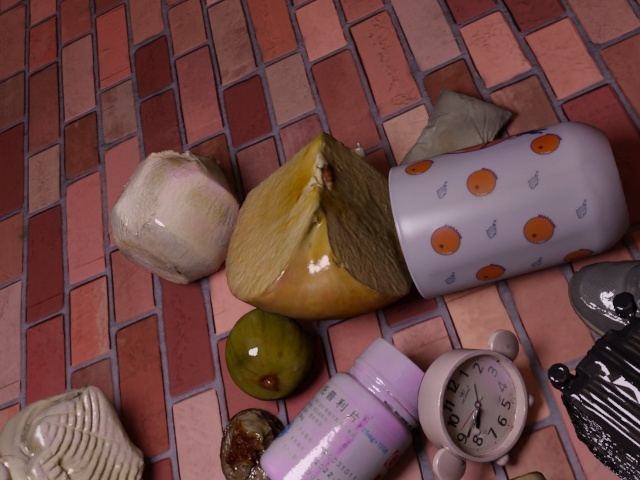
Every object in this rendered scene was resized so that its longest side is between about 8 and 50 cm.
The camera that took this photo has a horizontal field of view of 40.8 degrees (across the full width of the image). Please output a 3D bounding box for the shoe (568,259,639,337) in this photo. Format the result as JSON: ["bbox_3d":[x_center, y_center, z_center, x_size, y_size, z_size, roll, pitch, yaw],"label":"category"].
[{"bbox_3d":[0.488,0.073,1.139,0.336,0.171,0.132,9,64,30],"label":"shoe"}]

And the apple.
[{"bbox_3d":[0.000,0.000,1.360,0.314,0.252,0.309,0,48,3],"label":"apple"}]

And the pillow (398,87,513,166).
[{"bbox_3d":[0.221,-0.156,1.500,0.148,0.050,0.230,20,72,38],"label":"pillow"}]

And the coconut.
[{"bbox_3d":[-0.256,-0.054,1.562,0.227,0.227,0.230,14,67,32],"label":"coconut"}]

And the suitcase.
[{"bbox_3d":[0.450,0.248,1.004,0.152,0.229,0.335,-45,51,-6],"label":"suitcase"}]

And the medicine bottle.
[{"bbox_3d":[0.046,0.273,1.239,0.254,0.152,0.152,-48,52,-8],"label":"medicine bottle"}]

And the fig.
[{"bbox_3d":[-0.076,0.170,1.390,0.142,0.148,0.186,28,39,-1],"label":"fig"}]

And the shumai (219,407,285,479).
[{"bbox_3d":[-0.114,0.316,1.335,0.123,0.105,0.139,-31,26,9],"label":"shumai"}]

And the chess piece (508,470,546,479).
[{"bbox_3d":[0.292,0.399,1.077,0.090,0.090,0.200,-31,53,5],"label":"chess piece"}]

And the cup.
[{"bbox_3d":[0.285,-0.049,1.296,0.317,0.212,0.212,-14,54,15],"label":"cup"}]

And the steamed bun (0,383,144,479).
[{"bbox_3d":[-0.417,0.398,1.333,0.206,0.275,0.320,-34,14,39],"label":"steamed bun"}]

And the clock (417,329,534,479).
[{"bbox_3d":[0.210,0.226,1.189,0.229,0.155,0.063,-62,22,-16],"label":"clock"}]
